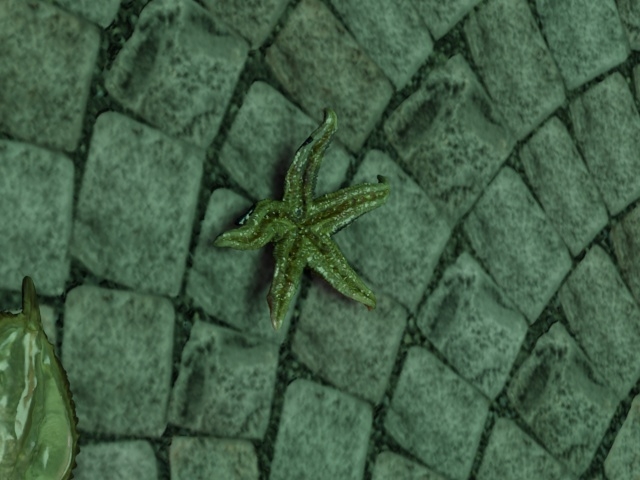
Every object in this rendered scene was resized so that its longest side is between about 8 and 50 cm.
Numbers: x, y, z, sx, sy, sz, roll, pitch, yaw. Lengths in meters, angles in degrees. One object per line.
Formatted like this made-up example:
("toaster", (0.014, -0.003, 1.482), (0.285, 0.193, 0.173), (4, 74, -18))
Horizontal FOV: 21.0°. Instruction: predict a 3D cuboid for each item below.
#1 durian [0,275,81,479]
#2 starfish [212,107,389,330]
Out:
("durian", (-0.241, 0.115, 1.235), (0.148, 0.091, 0.188), (23, 80, -50))
("starfish", (0.000, 0.000, 1.495), (0.208, 0.053, 0.176), (-49, 116, -32))
